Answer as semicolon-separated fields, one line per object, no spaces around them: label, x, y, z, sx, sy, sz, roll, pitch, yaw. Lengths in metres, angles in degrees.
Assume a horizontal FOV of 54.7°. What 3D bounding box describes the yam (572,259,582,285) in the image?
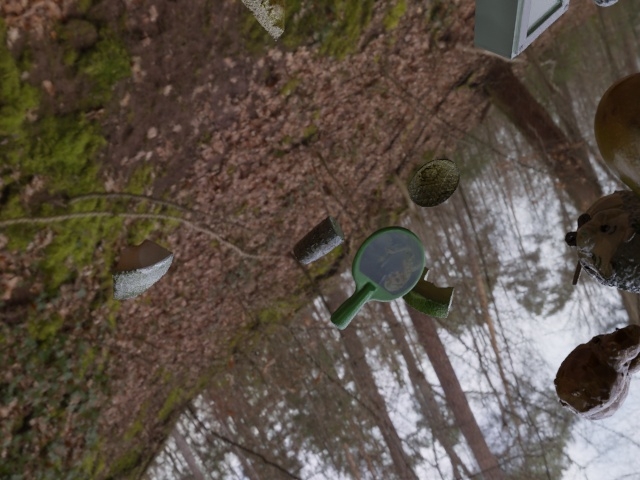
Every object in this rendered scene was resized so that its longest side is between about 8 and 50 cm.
yam;0.907;0.104;2.176;0.021;0.021;0.116;6;-104;63

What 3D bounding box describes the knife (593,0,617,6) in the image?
knife;0.615;-0.634;1.314;0.073;0.265;0.040;5;-179;-13

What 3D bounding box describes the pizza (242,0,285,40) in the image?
pizza;-0.149;-0.614;1.532;0.080;0.188;0.204;-33;-142;13

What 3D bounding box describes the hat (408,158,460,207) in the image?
hat;0.282;-0.163;1.608;0.146;0.146;0.067;-26;-138;-2

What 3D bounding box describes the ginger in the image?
ginger;0.724;0.331;1.591;0.152;0.357;0.274;33;-91;34

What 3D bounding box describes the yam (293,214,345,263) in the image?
yam;0.000;0.000;2.033;0.183;0.107;0.107;-35;-171;29

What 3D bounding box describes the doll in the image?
doll;0.709;0.008;1.462;0.247;0.247;0.349;-21;-169;17

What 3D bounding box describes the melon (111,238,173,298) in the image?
melon;-0.463;0.075;1.502;0.202;0.093;0.139;-41;168;15

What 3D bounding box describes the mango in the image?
mango;0.686;-0.182;1.249;0.175;0.329;0.176;-38;180;-32

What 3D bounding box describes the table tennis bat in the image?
table tennis bat;0.115;0.084;1.303;0.257;0.160;0.039;-48;-156;3

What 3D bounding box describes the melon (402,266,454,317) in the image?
melon;0.293;0.137;1.735;0.118;0.064;0.209;-22;-141;-31

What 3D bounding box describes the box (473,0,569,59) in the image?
box;0.456;-0.563;1.367;0.117;0.225;0.225;35;-113;30
